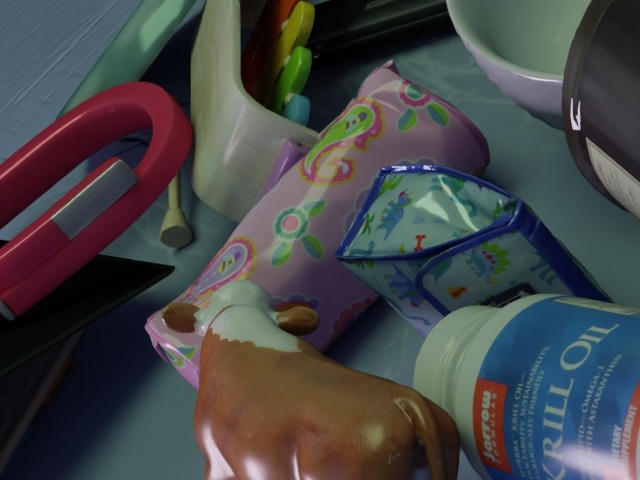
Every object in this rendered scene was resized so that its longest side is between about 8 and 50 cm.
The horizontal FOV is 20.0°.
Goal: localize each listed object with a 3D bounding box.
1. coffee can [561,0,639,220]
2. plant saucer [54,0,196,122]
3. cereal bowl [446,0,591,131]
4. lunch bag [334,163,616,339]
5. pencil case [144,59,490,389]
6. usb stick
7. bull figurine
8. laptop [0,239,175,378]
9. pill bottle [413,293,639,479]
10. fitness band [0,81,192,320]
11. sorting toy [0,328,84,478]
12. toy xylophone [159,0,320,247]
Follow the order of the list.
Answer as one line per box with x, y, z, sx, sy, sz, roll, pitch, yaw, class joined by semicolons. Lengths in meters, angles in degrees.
0.279;-0.039;0.926;0.201;0.201;0.275;-42;38;2;coffee can
-0.172;-0.208;1.785;0.317;0.044;0.317;-51;10;13;plant saucer
0.263;-0.187;1.216;0.339;0.141;0.339;-22;41;20;cereal bowl
0.108;0.019;1.173;0.151;0.129;0.096;-1;55;48;lunch bag
0.000;0.000;1.334;0.284;0.124;0.124;-49;30;-7;pencil case
0.086;-0.207;1.582;0.278;0.045;0.077;-13;38;43;usb stick
-0.014;0.135;1.119;0.310;0.101;0.188;-162;70;-64;bull figurine
-0.349;0.195;1.561;0.382;0.236;0.408;6;88;53;laptop
0.153;0.096;1.023;0.221;0.124;0.124;8;57;55;pill bottle
-0.236;-0.028;1.556;0.291;0.054;0.209;-39;25;-4;fitness band
-0.300;0.151;1.605;0.193;0.038;0.208;-10;48;45;sorting toy
-0.069;-0.133;1.597;0.236;0.081;0.322;122;157;-46;toy xylophone
